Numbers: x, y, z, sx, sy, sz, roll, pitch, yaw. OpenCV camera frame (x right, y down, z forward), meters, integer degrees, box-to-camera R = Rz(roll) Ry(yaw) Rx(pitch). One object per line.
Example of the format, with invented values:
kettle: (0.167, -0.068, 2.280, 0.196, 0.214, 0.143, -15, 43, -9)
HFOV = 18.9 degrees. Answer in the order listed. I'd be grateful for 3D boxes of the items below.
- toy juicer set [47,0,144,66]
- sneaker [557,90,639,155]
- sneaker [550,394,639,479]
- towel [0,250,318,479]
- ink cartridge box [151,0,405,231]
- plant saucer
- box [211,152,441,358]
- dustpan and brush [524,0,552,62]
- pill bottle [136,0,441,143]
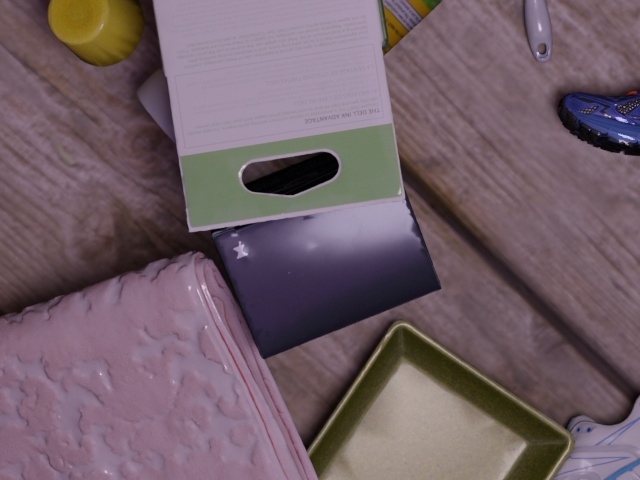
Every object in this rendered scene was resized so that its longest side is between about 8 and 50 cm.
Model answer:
toy juicer set: (-0.124, -0.313, 1.542, 0.329, 0.089, 0.209, -40, 77, 10)
sneaker: (0.305, -0.114, 1.601, 0.221, 0.083, 0.087, 0, 87, -7)
sneaker: (0.224, 0.198, 1.662, 0.190, 0.071, 0.083, -32, 75, 7)
towel: (-0.168, 0.192, 1.579, 0.332, 0.053, 0.317, -18, 103, 27)
ink cartridge box: (-0.032, -0.135, 1.446, 0.171, 0.056, 0.235, -9, 92, 7)
plant saucer: (0.089, 0.192, 1.644, 0.188, 0.045, 0.188, 34, 89, -4)
box: (0.000, 0.000, 1.537, 0.153, 0.207, 0.108, -21, 100, 2)
dustpan and brush: (0.168, -0.251, 1.581, 0.147, 0.060, 0.211, -10, 94, 1)
pill bottle: (-0.026, -0.168, 1.541, 0.245, 0.136, 0.136, -43, 99, 6)
